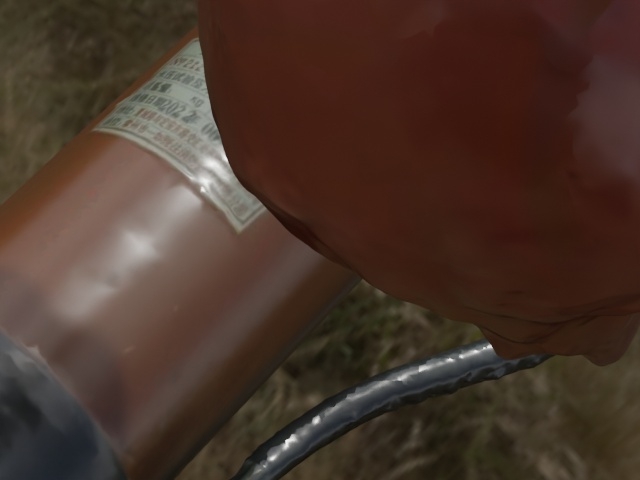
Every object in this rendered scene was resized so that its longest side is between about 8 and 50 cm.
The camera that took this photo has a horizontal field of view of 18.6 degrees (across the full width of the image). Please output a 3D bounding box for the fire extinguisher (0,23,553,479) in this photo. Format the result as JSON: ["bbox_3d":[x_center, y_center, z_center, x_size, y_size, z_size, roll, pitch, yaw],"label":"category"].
[{"bbox_3d":[-0.006,0.001,0.725,0.200,0.113,0.376,47,60,-9],"label":"fire extinguisher"}]

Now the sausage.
[{"bbox_3d":[0.047,-0.097,0.361,0.148,0.254,0.148,5,19,-2],"label":"sausage"}]
